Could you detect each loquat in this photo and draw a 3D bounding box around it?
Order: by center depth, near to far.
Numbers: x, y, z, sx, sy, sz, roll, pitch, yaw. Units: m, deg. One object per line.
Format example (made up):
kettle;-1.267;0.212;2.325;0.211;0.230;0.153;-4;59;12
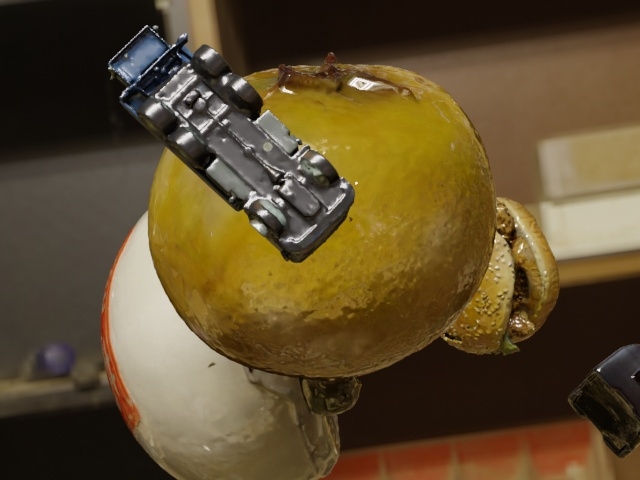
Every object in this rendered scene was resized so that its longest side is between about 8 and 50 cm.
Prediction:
loquat;0.000;0.000;1.691;0.328;0.359;0.328;-2;25;1

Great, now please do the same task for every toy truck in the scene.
toy truck;-0.068;-0.069;1.304;0.074;0.202;0.088;-46;-9;-11

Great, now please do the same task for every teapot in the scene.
teapot;0.325;0.150;1.853;0.096;0.087;0.177;-39;-13;-18

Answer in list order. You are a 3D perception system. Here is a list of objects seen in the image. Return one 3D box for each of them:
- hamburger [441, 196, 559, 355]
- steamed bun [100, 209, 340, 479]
hamburger;0.188;0.034;2.139;0.118;0.191;0.182;-12;36;-39
steamed bun;-0.117;0.114;2.018;0.241;0.374;0.374;-12;-1;6
